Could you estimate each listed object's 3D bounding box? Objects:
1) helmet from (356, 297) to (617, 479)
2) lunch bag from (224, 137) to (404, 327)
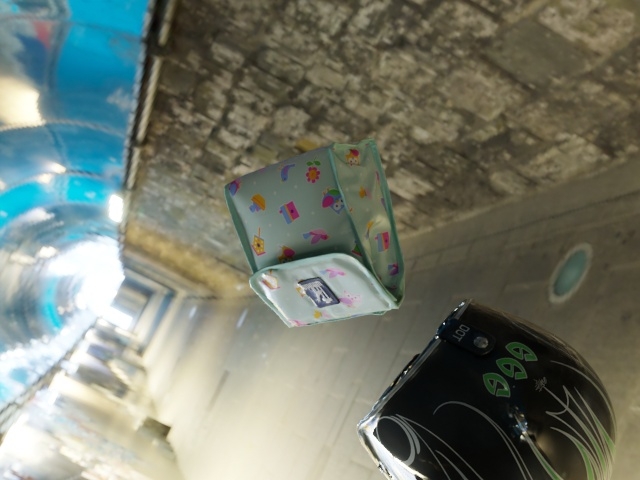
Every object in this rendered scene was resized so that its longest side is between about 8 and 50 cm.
[{"bbox_3d":[0.126,0.137,0.631,0.169,0.161,0.169,-48,-8,-9],"label":"helmet"},{"bbox_3d":[0.000,0.000,1.372,0.223,0.262,0.160,-15,1,34],"label":"lunch bag"}]
